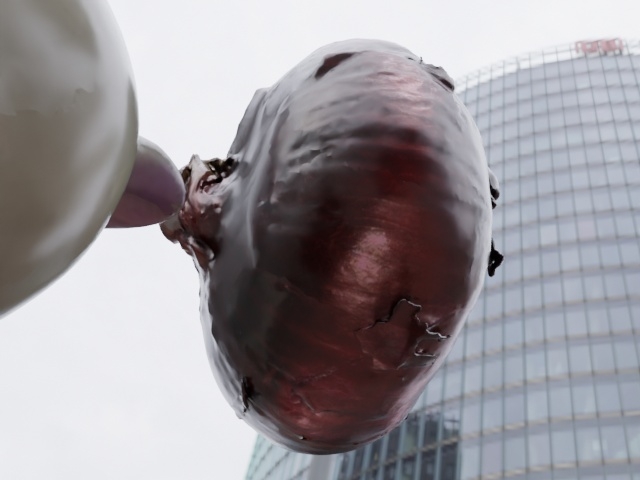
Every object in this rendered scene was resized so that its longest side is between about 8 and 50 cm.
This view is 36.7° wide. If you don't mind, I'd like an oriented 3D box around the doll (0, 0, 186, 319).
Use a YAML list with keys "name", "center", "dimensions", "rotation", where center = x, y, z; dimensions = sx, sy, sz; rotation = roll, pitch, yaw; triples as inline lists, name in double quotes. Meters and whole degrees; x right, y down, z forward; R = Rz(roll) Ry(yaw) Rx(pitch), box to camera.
- name: "doll"
  center: [-0.202, -0.035, 0.313]
  dimensions: [0.226, 0.370, 0.215]
  rotation: [-28, -86, 13]

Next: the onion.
- name: "onion"
  center: [0.000, 0.000, 0.703]
  dimensions: [0.232, 0.314, 0.314]
  rotation: [13, -53, -17]
